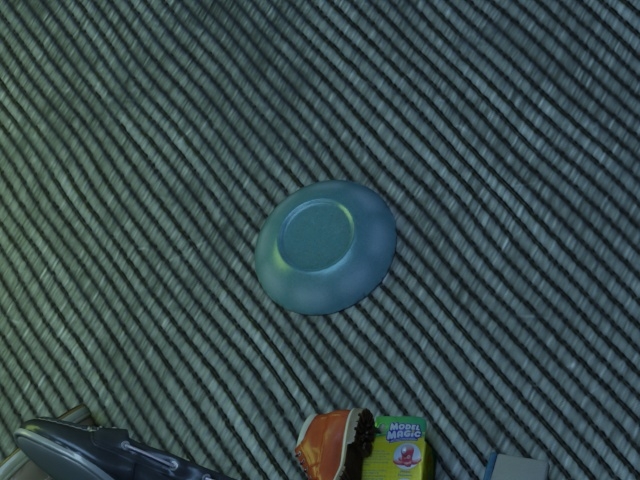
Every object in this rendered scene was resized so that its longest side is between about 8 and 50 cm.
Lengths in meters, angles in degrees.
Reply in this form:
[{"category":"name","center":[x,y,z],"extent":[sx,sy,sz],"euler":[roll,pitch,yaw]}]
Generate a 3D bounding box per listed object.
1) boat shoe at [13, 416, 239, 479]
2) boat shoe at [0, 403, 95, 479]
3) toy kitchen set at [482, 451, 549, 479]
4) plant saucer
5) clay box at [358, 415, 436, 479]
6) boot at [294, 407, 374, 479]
[{"category":"boat shoe","center":[-0.203,0.285,1.828],"extent":[0.335,0.112,0.095],"euler":[27,57,9]},{"category":"boat shoe","center":[-0.390,0.348,1.897],"extent":[0.110,0.121,0.341],"euler":[45,74,-3]},{"category":"toy kitchen set","center":[0.178,0.355,1.621],"extent":[0.122,0.166,0.207],"euler":[1,48,20]},{"category":"plant saucer","center":[0.000,0.000,1.966],"extent":[0.195,0.037,0.195],"euler":[-9,61,16]},{"category":"clay box","center":[0.062,0.315,1.770],"extent":[0.127,0.053,0.222],"euler":[-2,62,22]},{"category":"boot","center":[0.005,0.266,1.758],"extent":[0.084,0.059,0.158],"euler":[-1,55,27]}]
